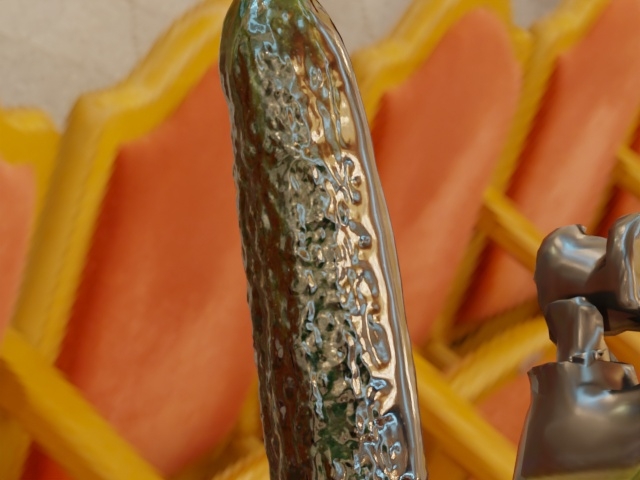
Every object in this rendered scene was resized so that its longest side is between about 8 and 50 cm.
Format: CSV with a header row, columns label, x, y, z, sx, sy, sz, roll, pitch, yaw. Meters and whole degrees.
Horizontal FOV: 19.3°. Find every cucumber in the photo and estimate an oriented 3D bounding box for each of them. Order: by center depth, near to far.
label,x,y,z,sx,sy,sz,roll,pitch,yaw
cucumber,-0.001,0.000,0.849,0.074,0.074,0.241,-7,90,-54

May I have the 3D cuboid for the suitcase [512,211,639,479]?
label,x,y,z,sx,sy,sz,roll,pitch,yaw
suitcase,0.128,0.101,0.305,0.143,0.194,0.234,24,61,-54
